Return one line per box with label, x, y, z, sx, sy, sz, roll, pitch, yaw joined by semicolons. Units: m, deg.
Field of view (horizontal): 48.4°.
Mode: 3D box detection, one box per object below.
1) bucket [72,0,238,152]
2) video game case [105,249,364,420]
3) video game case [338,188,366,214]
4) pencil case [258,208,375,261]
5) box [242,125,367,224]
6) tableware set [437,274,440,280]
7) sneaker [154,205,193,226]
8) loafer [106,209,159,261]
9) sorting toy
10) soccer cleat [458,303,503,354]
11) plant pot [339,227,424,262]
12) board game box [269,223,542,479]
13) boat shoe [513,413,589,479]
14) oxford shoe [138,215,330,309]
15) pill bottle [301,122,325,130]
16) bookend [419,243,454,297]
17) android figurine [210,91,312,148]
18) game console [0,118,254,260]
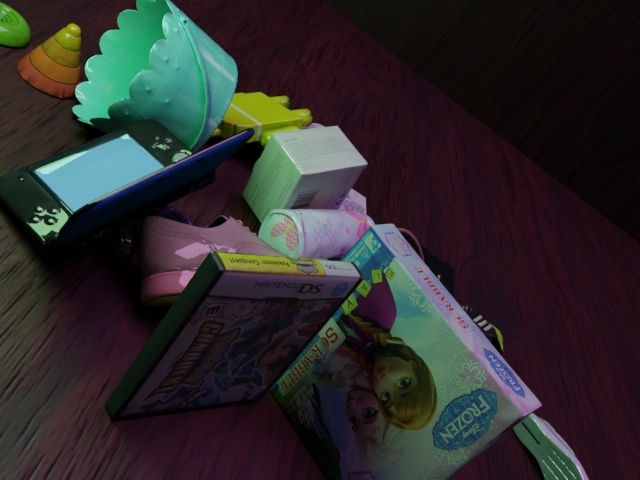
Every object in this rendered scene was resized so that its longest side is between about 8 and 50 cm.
bucket;-0.297;-0.286;1.302;0.183;0.281;0.281;30;27;-38
video game case;-0.105;0.126;0.916;0.248;0.275;0.035;6;40;-48
video game case;0.052;-0.099;1.734;0.143;0.019;0.157;32;28;-16
pencil case;0.000;0.000;1.421;0.273;0.113;0.124;1;80;-52
box;-0.034;-0.124;1.447;0.182;0.181;0.119;-14;59;-40
tableware set;0.191;0.167;1.365;0.039;0.194;0.128;9;11;15
sneaker;-0.237;-0.018;1.173;0.059;0.053;0.144;49;-6;32
loafer;-0.295;-0.042;1.143;0.078;0.076;0.223;18;30;-21
sorting toy;-0.567;-0.431;1.330;0.365;0.126;0.127;44;27;5
soccer cleat;0.353;0.202;1.625;0.179;0.060;0.072;32;29;-22
plant pot;0.097;0.088;1.356;0.110;0.237;0.237;9;6;37
board game box;0.085;0.199;1.005;0.066;0.318;0.318;-5;50;-52
boat shoe;0.473;0.430;1.405;0.076;0.083;0.226;14;36;-39
oxford shoe;-0.113;0.028;1.157;0.397;0.140;0.146;5;69;-49
pill bottle;-0.026;-0.192;1.666;0.119;0.119;0.208;34;28;-13
bookend;0.222;0.081;1.622;0.156;0.072;0.157;35;28;-9
android figurine;-0.158;-0.277;1.615;0.273;0.056;0.248;-19;42;-39
game console;-0.284;-0.114;1.020;0.250;0.173;0.293;40;50;23
